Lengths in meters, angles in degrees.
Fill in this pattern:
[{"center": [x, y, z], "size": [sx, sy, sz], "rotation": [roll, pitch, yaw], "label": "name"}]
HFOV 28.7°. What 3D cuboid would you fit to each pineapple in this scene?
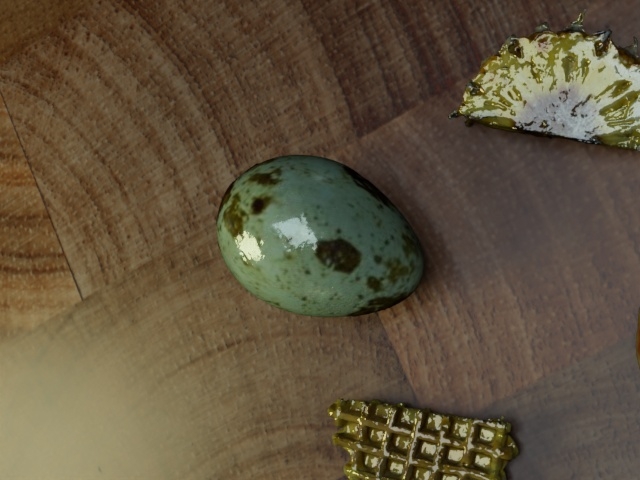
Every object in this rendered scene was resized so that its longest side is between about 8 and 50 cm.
[{"center": [0.257, -0.169, 1.301], "size": [0.233, 0.079, 0.135], "rotation": [9, 95, 17], "label": "pineapple"}]

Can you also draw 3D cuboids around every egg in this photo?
[{"center": [0.000, 0.000, 1.334], "size": [0.231, 0.169, 0.169], "rotation": [23, 92, 13], "label": "egg"}]

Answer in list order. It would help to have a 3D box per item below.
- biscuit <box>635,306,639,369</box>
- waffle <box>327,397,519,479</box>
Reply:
[{"center": [0.507, 0.129, 1.163], "size": [0.394, 0.076, 0.368], "rotation": [-19, 78, 19], "label": "biscuit"}, {"center": [0.110, 0.215, 1.329], "size": [0.192, 0.046, 0.160], "rotation": [-27, 75, 16], "label": "waffle"}]
